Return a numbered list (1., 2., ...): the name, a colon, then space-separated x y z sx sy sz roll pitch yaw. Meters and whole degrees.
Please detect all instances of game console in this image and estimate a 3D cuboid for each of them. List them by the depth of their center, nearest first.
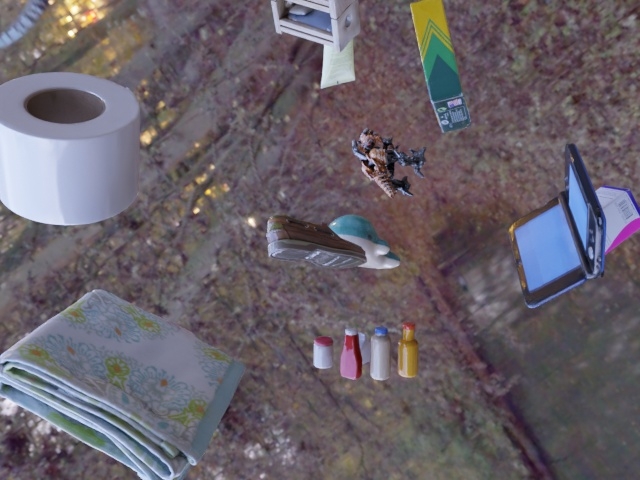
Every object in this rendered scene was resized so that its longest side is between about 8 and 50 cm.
1. game console: 0.531 -0.037 1.617 0.293 0.173 0.250 -88 -15 -48

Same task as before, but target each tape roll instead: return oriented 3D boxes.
1. tape roll: -0.438 -0.163 1.221 0.246 0.246 0.169 51 141 42

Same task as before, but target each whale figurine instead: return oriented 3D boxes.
1. whale figurine: 0.134 0.008 2.188 0.272 0.141 0.216 22 160 -38

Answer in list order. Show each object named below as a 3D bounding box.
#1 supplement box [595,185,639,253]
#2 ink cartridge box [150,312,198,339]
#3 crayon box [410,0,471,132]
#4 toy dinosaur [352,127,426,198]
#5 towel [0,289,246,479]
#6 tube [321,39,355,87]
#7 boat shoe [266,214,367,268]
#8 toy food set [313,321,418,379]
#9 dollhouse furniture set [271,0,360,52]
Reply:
1. supplement box: 0.704 -0.032 1.821 0.111 0.220 0.114 56 174 -16
2. ink cartridge box: -0.332 0.220 1.493 0.122 0.088 0.052 35 180 -41
3. crayon box: 0.292 -0.450 1.729 0.202 0.081 0.319 37 -137 -69
4. toy dinosaur: 0.196 -0.229 2.187 0.164 0.218 0.322 132 150 -52
5. towel: -0.302 0.216 1.145 0.320 0.090 0.374 31 -167 -1
6. tube: 0.041 -0.466 1.617 0.062 0.070 0.240 -68 -17 -46
7. boat shoe: 0.000 0.000 1.768 0.307 0.110 0.105 13 -119 -43
8. toy food set: 0.074 0.204 1.391 0.232 0.111 0.105 8 103 37
9. dollhouse furniture set: 0.022 -0.425 1.139 0.129 0.184 0.129 25 149 24
